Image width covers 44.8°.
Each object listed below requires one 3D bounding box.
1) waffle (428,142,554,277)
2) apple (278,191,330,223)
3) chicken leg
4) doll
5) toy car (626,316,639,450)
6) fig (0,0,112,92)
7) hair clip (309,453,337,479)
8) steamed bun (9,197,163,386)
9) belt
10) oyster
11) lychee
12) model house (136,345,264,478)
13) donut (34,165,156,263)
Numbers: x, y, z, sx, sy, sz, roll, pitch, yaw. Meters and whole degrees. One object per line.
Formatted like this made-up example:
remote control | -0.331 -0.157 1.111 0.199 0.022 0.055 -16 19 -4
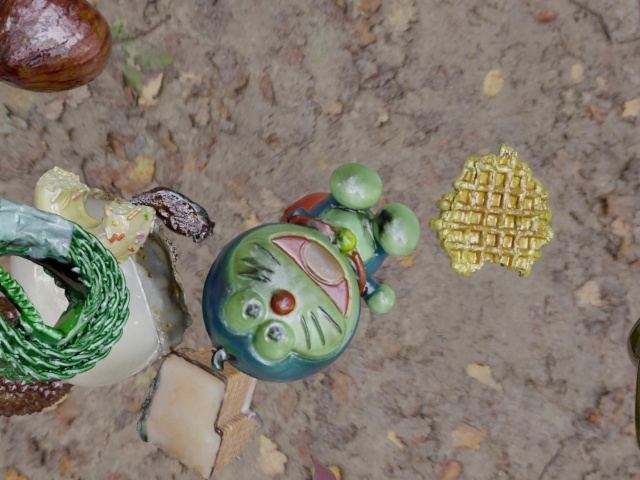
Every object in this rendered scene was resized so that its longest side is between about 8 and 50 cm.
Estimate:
waffle | 0.342 -0.039 1.528 0.291 0.051 0.291 -4 100 -23
apple | 0.000 0.000 1.277 0.163 0.139 0.163 0 92 14
chicken leg | -0.349 -0.065 1.681 0.253 0.051 0.106 12 84 -19
doll | -0.021 0.056 0.993 0.322 0.186 0.198 -37 85 -30
toy car | 0.314 0.112 0.505 0.204 0.248 0.198 42 75 -23
fig | -0.378 -0.261 1.010 0.202 0.148 0.149 -15 66 -34
hair clip | 0.003 0.400 1.302 0.054 0.137 0.022 43 99 -10
steamed bun | -0.398 0.089 1.294 0.206 0.324 0.324 -18 90 -14
belt | -0.228 0.040 0.601 0.151 0.079 0.121 47 55 -26
oyster | -0.354 0.042 1.546 0.204 0.111 0.396 -20 93 22
lychee | -0.566 0.217 1.484 0.271 0.236 0.236 -11 89 18
model house | -0.180 0.268 1.321 0.166 0.172 0.183 24 106 25
donut | -0.302 -0.020 1.002 0.166 0.065 0.108 22 103 13
